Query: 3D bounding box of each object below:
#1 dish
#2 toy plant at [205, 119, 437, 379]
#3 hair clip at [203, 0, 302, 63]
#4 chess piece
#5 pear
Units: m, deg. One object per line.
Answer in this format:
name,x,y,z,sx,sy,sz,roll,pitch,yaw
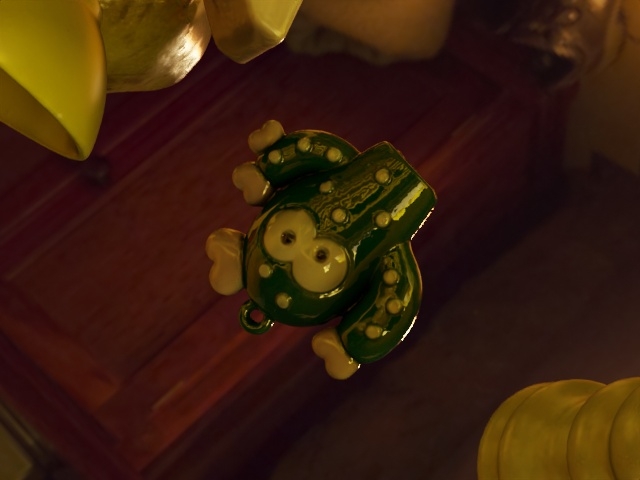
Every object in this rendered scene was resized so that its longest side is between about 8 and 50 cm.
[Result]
dish,-0.257,-0.177,0.972,0.262,0.108,0.221,26,165,36
toy plant,0.002,0.004,1.299,0.233,0.243,0.112,22,-178,13
hair clip,0.001,-0.251,0.622,0.101,0.330,0.085,29,163,-24
chess piece,0.228,0.157,0.937,0.144,0.144,0.251,48,158,1
pear,-0.235,-0.280,1.244,0.269,0.269,0.321,24,159,47
